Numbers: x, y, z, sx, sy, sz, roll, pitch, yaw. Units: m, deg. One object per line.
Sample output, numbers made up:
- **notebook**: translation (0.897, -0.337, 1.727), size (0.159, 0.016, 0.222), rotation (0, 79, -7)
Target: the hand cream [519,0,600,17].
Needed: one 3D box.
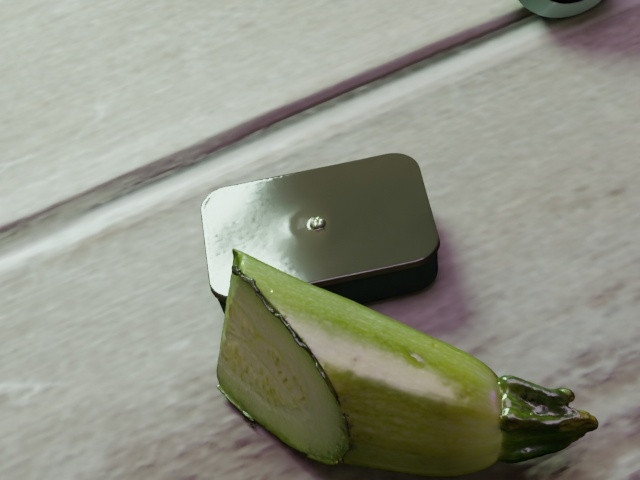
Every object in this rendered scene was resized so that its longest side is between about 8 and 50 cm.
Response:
- **hand cream**: translation (0.146, -0.270, 1.032), size (0.109, 0.067, 0.320), rotation (-36, 37, 29)

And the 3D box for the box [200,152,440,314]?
- **box**: translation (0.000, 0.000, 0.827), size (0.126, 0.031, 0.091), rotation (-12, 44, -1)

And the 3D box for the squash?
- **squash**: translation (0.030, 0.072, 0.715), size (0.200, 0.090, 0.075), rotation (18, 20, 23)
